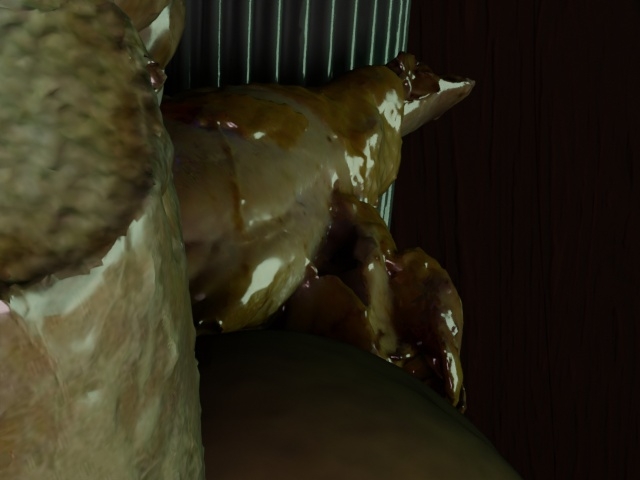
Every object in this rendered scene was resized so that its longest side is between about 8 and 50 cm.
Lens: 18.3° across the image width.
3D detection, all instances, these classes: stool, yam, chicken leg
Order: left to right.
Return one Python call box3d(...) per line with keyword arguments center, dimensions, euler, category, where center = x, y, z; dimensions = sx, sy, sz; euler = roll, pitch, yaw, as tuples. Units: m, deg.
box3d(center=(-0.113, 0.054, 0.542), dimensions=(0.168, 0.168, 0.304), euler=(-94, -177, -53), category="yam")
box3d(center=(-0.074, -0.131, 1.517), dimensions=(0.297, 0.297, 0.330), euler=(91, 2, -80), category="stool")
box3d(center=(0.000, 0.000, 1.266), dimensions=(0.409, 0.295, 0.182), euler=(-36, 156, -47), category="chicken leg")

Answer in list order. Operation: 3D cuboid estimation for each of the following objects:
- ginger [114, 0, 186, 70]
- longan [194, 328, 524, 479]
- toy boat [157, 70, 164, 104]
box3d(center=(-0.128, -0.197, 0.912), dimensions=(0.244, 0.155, 0.304), euler=(-36, 132, -71), category="ginger")
box3d(center=(-0.023, 0.202, 0.916), dimensions=(0.361, 0.361, 0.361), euler=(177, -90, -89), category="longan")
box3d(center=(-0.145, -0.195, 1.103), dimensions=(0.141, 0.141, 0.269), euler=(89, -1, -68), category="toy boat")
